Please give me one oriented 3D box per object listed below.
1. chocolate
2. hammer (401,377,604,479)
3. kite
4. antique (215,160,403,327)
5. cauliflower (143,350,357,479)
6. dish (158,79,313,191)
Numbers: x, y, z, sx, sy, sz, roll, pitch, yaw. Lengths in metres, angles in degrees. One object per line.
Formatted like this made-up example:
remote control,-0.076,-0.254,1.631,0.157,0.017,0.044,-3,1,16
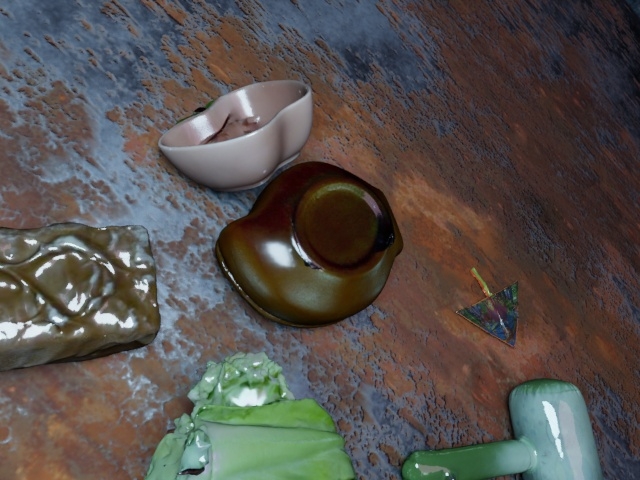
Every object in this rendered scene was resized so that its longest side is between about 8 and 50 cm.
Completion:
chocolate,-0.282,0.051,0.512,0.213,0.093,0.149,-3,69,-34
hammer,0.269,0.321,0.738,0.335,0.119,0.207,2,69,-23
kite,0.311,0.120,0.891,0.189,0.010,0.159,-15,78,-36
antique,0.000,0.000,0.680,0.277,0.129,0.224,-9,74,-35
cauliflower,-0.085,0.225,0.465,0.315,0.238,0.257,61,35,-54
dish,-0.100,-0.135,0.674,0.213,0.213,0.091,-46,131,-34
